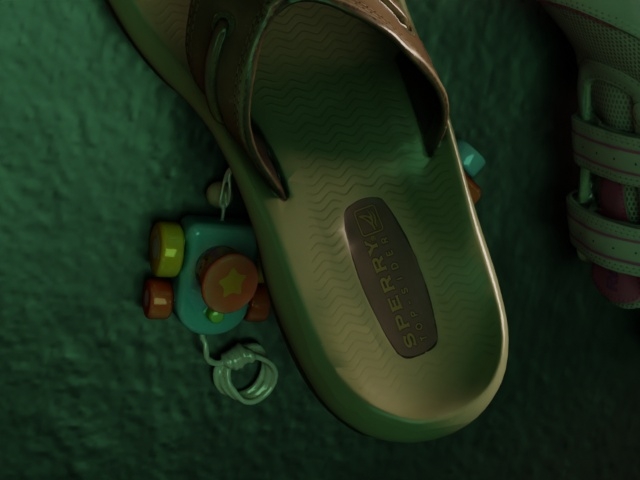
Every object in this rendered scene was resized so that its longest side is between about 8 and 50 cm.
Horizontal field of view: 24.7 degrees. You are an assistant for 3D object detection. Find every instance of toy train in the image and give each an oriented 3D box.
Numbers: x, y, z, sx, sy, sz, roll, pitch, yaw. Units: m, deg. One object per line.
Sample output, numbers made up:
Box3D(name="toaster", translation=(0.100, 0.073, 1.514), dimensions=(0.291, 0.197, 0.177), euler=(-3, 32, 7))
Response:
Box3D(name="toy train", translation=(0.000, 0.000, 0.664), dimensions=(0.166, 0.046, 0.125), euler=(-45, 115, -3))

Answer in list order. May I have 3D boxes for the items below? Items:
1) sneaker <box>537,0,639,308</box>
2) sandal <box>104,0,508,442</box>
Box3D(name="sneaker", translation=(0.167, -0.026, 0.686), dimensions=(0.111, 0.103, 0.252), euler=(-41, 114, -6))
Box3D(name="sandal", translation=(0.002, -0.064, 0.589), dimensions=(0.120, 0.086, 0.302), euler=(-27, 88, -14))
